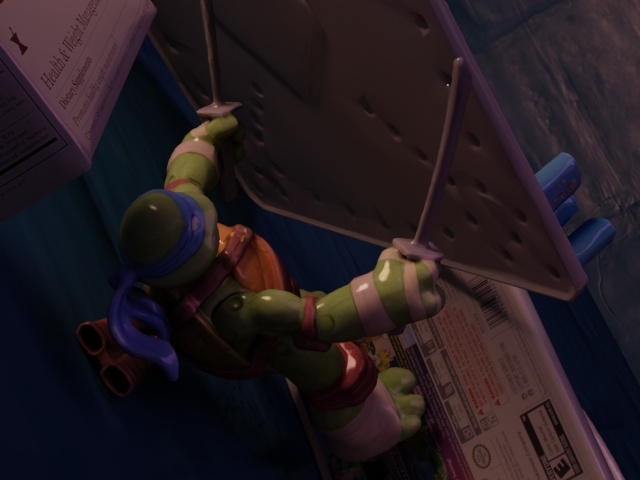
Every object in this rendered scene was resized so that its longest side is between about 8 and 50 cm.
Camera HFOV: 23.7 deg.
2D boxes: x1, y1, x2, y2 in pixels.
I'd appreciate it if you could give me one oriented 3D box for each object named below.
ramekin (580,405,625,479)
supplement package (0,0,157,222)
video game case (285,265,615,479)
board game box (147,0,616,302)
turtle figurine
[{"bbox_3d":[0.142,0.218,1.104,0.277,0.135,0.277,51,18,-24],"label":"ramekin"},{"bbox_3d":[-0.198,-0.114,0.658,0.203,0.149,0.194,54,18,-22],"label":"supplement package"},{"bbox_3d":[0.075,0.114,1.002,0.023,0.183,0.201,21,41,-55],"label":"video game case"},{"bbox_3d":[-0.023,-0.157,0.958,0.390,0.050,0.390,18,-36,57],"label":"board game box"},{"bbox_3d":[0.000,0.000,0.898,0.266,0.198,0.274,61,43,-57],"label":"turtle figurine"}]
